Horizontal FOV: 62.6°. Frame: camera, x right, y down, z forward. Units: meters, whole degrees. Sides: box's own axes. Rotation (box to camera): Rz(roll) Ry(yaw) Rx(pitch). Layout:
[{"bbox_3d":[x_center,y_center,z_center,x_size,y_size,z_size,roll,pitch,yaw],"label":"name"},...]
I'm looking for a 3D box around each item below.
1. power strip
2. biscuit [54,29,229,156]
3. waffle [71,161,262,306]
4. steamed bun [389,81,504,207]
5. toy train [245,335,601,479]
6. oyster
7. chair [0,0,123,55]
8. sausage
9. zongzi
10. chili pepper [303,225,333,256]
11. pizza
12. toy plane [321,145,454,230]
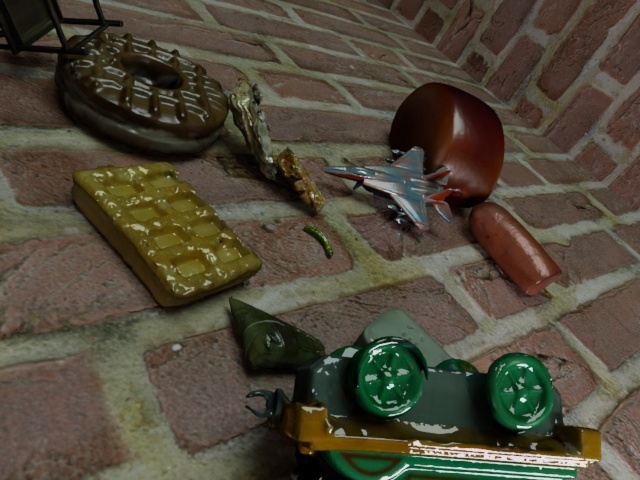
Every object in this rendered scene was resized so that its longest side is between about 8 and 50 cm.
[{"bbox_3d":[0.155,0.231,0.784,0.265,0.059,0.193,44,35,16],"label":"power strip"},{"bbox_3d":[-0.337,-0.289,1.022,0.331,0.103,0.332,22,35,-16],"label":"biscuit"},{"bbox_3d":[-0.233,-0.018,0.795,0.274,0.057,0.168,44,36,19],"label":"waffle"},{"bbox_3d":[0.350,-0.279,1.434,0.234,0.248,0.379,18,34,-21],"label":"steamed bun"},{"bbox_3d":[0.121,0.251,0.602,0.428,0.178,0.249,9,73,-12],"label":"toy train"},{"bbox_3d":[-0.135,-0.221,1.068,0.071,0.209,0.133,-12,21,3],"label":"oyster"},{"bbox_3d":[-0.508,-0.414,0.919,0.259,0.142,0.155,7,44,10],"label":"chair"},{"bbox_3d":[0.459,0.009,1.275,0.113,0.114,0.259,-2,47,-40],"label":"sausage"},{"bbox_3d":[-0.049,0.131,0.761,0.154,0.062,0.130,13,25,-37],"label":"zongzi"},{"bbox_3d":[0.000,-0.001,0.998,0.030,0.017,0.083,-9,51,-43],"label":"chili pepper"},{"bbox_3d":[-0.052,-0.136,1.070,0.175,0.046,0.134,56,4,38],"label":"pizza"},{"bbox_3d":[0.155,-0.129,1.203,0.326,0.104,0.223,6,66,-9],"label":"toy plane"}]
